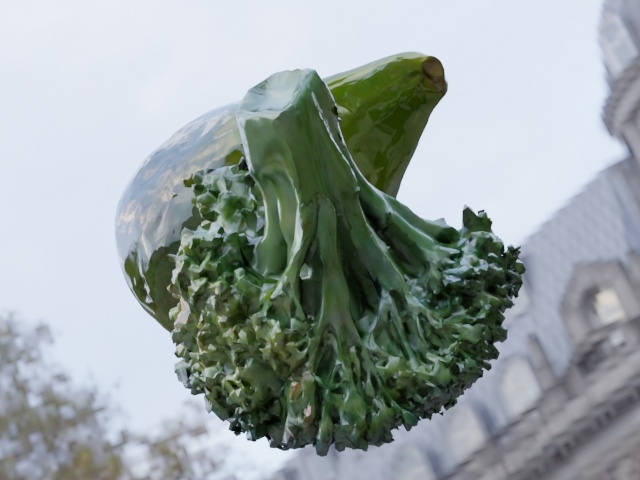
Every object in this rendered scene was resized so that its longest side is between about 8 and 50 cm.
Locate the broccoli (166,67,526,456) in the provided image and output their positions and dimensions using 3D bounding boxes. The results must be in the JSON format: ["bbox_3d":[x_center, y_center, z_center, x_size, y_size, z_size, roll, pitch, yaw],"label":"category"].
[{"bbox_3d":[0.000,0.000,0.962,0.194,0.194,0.219,-10,19,-33],"label":"broccoli"}]

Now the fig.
[{"bbox_3d":[-0.013,-0.043,1.320,0.206,0.206,0.275,10,-54,-51],"label":"fig"}]
